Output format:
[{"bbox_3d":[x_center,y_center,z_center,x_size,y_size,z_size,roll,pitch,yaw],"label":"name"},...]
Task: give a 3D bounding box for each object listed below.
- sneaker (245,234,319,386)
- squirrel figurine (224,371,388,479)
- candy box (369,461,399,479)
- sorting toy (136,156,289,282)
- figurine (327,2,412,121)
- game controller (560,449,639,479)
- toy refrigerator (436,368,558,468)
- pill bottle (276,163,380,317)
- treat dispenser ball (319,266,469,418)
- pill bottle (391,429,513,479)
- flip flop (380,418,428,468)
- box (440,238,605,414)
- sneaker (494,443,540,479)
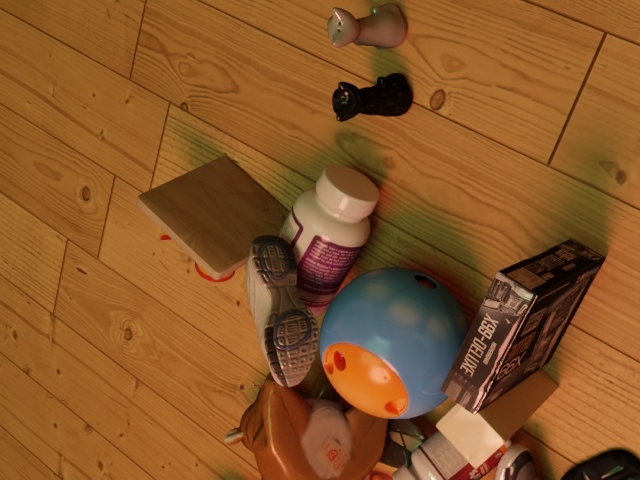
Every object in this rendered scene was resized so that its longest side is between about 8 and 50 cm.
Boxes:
[{"bbox_3d":[-0.083,0.143,1.678,0.129,0.111,0.297,130,134,-59],"label":"sneaker"},{"bbox_3d":[-0.069,0.466,1.826,0.370,0.281,0.397,-11,76,60],"label":"squirrel figurine"},{"bbox_3d":[0.195,0.531,1.835,0.186,0.053,0.109,12,108,33],"label":"candy box"},{"bbox_3d":[-0.223,-0.034,1.865,0.257,0.255,0.089,42,137,19],"label":"sorting toy"},{"bbox_3d":[0.081,-0.330,1.599,0.092,0.209,0.215,2,102,34],"label":"figurine"},{"bbox_3d":[0.582,0.544,1.578,0.166,0.067,0.319,-36,81,21],"label":"game controller"},{"bbox_3d":[0.321,0.299,1.555,0.102,0.269,0.094,46,123,15],"label":"toy refrigerator"},{"bbox_3d":[0.000,0.000,1.764,0.169,0.169,0.301,41,121,19],"label":"pill bottle"},{"bbox_3d":[0.141,0.195,1.641,0.288,0.288,0.288,9,107,32],"label":"treat dispenser ball"},{"bbox_3d":[0.254,0.425,1.664,0.221,0.121,0.121,-38,77,-3],"label":"pill bottle"},{"bbox_3d":[0.135,0.421,1.836,0.277,0.080,0.112,-12,75,51],"label":"flip flop"},{"bbox_3d":[0.350,0.139,1.472,0.076,0.307,0.242,34,118,27],"label":"box"},{"bbox_3d":[0.419,0.515,1.617,0.153,0.101,0.269,16,124,50],"label":"sneaker"}]
